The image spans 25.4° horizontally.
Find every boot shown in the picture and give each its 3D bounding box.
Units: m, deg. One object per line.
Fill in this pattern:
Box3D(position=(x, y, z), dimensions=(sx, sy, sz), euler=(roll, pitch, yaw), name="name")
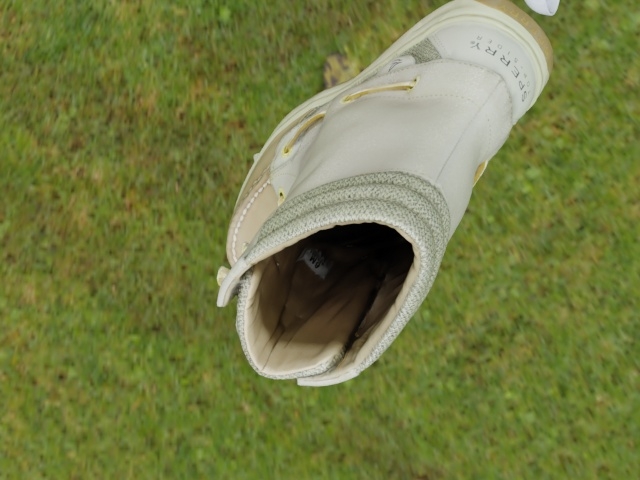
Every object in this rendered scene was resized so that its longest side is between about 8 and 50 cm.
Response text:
Box3D(position=(0.000, 0.000, 0.614), dimensions=(0.077, 0.165, 0.213), euler=(41, 135, -11), name="boot")

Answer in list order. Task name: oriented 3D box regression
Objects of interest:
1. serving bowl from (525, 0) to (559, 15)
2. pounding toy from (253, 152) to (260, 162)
Box3D(position=(0.177, -0.225, 1.158), dimensions=(0.027, 0.083, 0.083), euler=(2, 117, 20), name="serving bowl")
Box3D(position=(-0.013, -0.021, 1.424), dimensions=(0.141, 0.100, 0.130), euler=(-13, 152, -1), name="pounding toy")
